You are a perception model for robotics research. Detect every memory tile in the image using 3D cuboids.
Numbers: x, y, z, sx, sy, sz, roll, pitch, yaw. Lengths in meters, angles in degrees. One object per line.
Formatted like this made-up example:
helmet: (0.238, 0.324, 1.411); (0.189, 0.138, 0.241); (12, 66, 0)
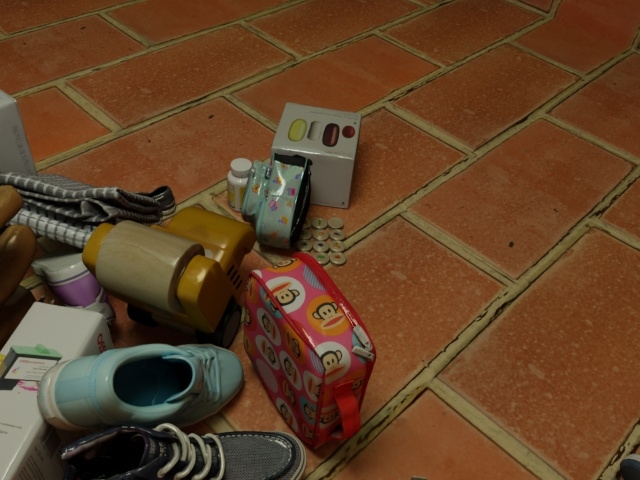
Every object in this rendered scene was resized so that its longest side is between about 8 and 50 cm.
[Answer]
memory tile: (0.000, 0.000, 1.347); (0.113, 0.012, 0.147); (2, 44, -4)

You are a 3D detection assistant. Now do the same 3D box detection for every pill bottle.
pill bottle: (-0.180, -0.127, 1.382); (0.065, 0.116, 0.065); (3, 45, -3)

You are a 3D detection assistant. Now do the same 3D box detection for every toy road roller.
toy road roller: (-0.234, 0.031, 1.070); (0.203, 0.329, 0.240); (18, 67, 12)

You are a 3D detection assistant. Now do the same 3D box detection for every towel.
towel: (-0.458, -0.060, 1.179); (0.235, 0.121, 0.284); (16, 0, 2)

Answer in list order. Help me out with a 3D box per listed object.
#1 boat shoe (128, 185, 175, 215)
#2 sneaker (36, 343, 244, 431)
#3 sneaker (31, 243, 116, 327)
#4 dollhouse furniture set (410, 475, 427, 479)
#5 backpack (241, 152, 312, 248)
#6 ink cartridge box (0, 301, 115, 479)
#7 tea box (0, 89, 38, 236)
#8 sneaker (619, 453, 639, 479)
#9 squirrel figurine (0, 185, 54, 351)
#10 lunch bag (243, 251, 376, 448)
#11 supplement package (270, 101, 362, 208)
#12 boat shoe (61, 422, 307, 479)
boat shoe: (-0.431, -0.093, 1.357); (0.206, 0.064, 0.075); (-3, 45, -9)
sneaker: (-0.212, 0.217, 0.901); (0.150, 0.135, 0.366); (-14, -10, 31)
sneaker: (-0.459, 0.096, 1.141); (0.102, 0.160, 0.282); (-27, 20, -19)
dollhouse furniture set: (0.168, 0.403, 0.919); (0.152, 0.058, 0.076); (7, 45, 1)
backpack: (-0.094, -0.078, 1.296); (0.145, 0.166, 0.188); (5, 78, -3)
ink cartridge box: (-0.415, 0.261, 0.897); (0.117, 0.201, 0.278); (11, 44, 4)
tea box: (-0.739, -0.110, 1.152); (0.220, 0.328, 0.324); (32, 51, 24)
sneaker: (0.493, 0.439, 0.899); (0.164, 0.086, 0.226); (-13, 48, -22)
squirrel figurine: (-0.584, 0.130, 0.899); (0.281, 0.370, 0.396); (9, 49, 7)
lunch bag: (-0.017, 0.190, 0.951); (0.120, 0.293, 0.258); (-23, 55, -25)
supplement package: (-0.010, -0.208, 1.461); (0.194, 0.149, 0.203); (8, 43, 2)
boat shoe: (-0.178, 0.309, 0.819); (0.341, 0.158, 0.127); (-12, 46, -17)
